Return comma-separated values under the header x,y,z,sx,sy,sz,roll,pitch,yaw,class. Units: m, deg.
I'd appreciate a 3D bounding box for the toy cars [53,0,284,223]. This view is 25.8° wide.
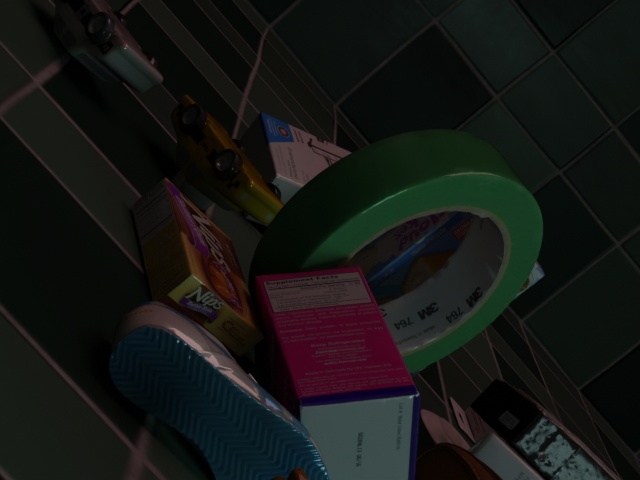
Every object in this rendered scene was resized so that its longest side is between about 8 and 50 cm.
x,y,z,sx,sy,sz,roll,pitch,yaw,class
-0.196,-0.156,1.637,0.393,0.087,0.176,47,5,-1,toy cars

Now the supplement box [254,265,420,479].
x,y,z,sx,sy,sz,roll,pitch,yaw,class
0.010,0.129,1.315,0.220,0.114,0.111,-112,-160,-58,supplement box

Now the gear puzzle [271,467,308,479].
x,y,z,sx,sy,sz,roll,pitch,yaw,class
0.043,0.286,0.906,0.044,0.175,0.339,-2,47,-39,gear puzzle

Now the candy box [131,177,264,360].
x,y,z,sx,sy,sz,roll,pitch,yaw,class
-0.123,0.029,1.374,0.109,0.053,0.186,44,13,-32,candy box

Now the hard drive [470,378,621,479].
x,y,z,sx,sy,sz,roll,pitch,yaw,class
0.347,0.321,1.754,0.339,0.064,0.237,45,-1,-6,hard drive

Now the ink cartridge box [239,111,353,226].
x,y,z,sx,sy,sz,roll,pitch,yaw,class
-0.008,-0.070,1.906,0.203,0.086,0.148,21,32,-29,ink cartridge box

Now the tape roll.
x,y,z,sx,sy,sz,roll,pitch,yaw,class
0.083,0.026,1.508,0.321,0.321,0.077,38,17,-51,tape roll

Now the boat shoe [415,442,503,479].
x,y,z,sx,sy,sz,roll,pitch,yaw,class
0.146,0.300,1.411,0.104,0.111,0.307,45,11,-33,boat shoe

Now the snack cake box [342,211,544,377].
x,y,z,sx,sy,sz,roll,pitch,yaw,class
0.122,0.058,1.724,0.152,0.264,0.089,46,12,-25,snack cake box

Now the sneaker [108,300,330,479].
x,y,z,sx,sy,sz,roll,pitch,yaw,class
-0.074,0.136,1.117,0.228,0.087,0.092,49,8,-19,sneaker

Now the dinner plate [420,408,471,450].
x,y,z,sx,sy,sz,roll,pitch,yaw,class
0.186,0.284,1.911,0.141,0.017,0.141,50,9,-10,dinner plate

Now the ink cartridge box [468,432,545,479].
x,y,z,sx,sy,sz,roll,pitch,yaw,class
0.323,0.398,1.626,0.385,0.091,0.308,45,-1,20,ink cartridge box

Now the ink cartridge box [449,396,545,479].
x,y,z,sx,sy,sz,roll,pitch,yaw,class
0.279,0.301,2.121,0.180,0.060,0.104,47,11,-19,ink cartridge box
